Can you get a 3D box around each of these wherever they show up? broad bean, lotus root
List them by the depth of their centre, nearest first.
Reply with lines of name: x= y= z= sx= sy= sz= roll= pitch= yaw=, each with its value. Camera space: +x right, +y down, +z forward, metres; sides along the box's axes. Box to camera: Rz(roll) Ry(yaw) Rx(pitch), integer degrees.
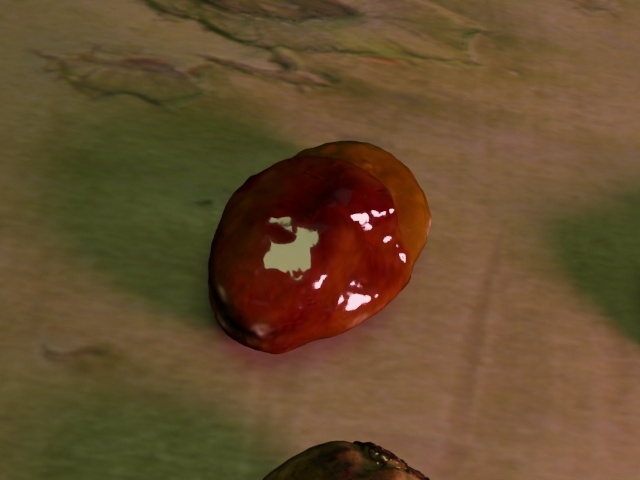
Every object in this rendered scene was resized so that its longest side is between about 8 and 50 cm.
lotus root: x=-0.011 y=0.222 z=0.609 sx=0.214 sy=0.138 sz=0.138 roll=-34 pitch=69 yaw=-19
broad bean: x=0.002 y=0.000 z=0.757 sx=0.228 sy=0.122 sz=0.156 roll=-35 pitch=68 yaw=-24
